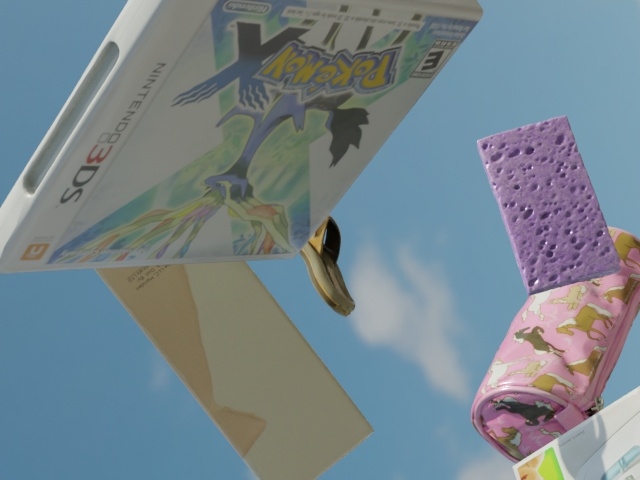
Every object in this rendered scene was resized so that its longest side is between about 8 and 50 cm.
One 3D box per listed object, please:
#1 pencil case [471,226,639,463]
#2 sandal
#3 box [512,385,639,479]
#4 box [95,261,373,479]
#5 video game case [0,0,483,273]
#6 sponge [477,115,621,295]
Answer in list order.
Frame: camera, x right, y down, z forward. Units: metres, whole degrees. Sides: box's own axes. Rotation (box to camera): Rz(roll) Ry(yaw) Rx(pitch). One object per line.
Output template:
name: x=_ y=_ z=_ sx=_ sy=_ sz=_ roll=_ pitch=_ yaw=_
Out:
pencil case: x=0.341 y=0.136 z=2.162 sx=0.167 sy=0.160 sz=0.386 roll=26 pitch=-136 yaw=8
sandal: x=0.000 y=0.000 z=1.751 sx=0.072 sy=0.049 sz=0.180 roll=20 pitch=-142 yaw=-61
box: x=0.369 y=0.293 z=1.709 sx=0.127 sy=0.262 sz=0.231 roll=20 pitch=-136 yaw=-41
box: x=-0.093 y=0.096 z=1.573 sx=0.311 sy=0.121 sz=0.148 roll=53 pitch=175 yaw=-4
video game case: x=-0.063 y=-0.088 z=1.236 sx=0.329 sy=0.300 sz=0.036 roll=-3 pitch=-130 yaw=-47
sponge: x=0.278 y=-0.043 z=1.949 sx=0.031 sy=0.117 sz=0.210 roll=77 pitch=176 yaw=-71
